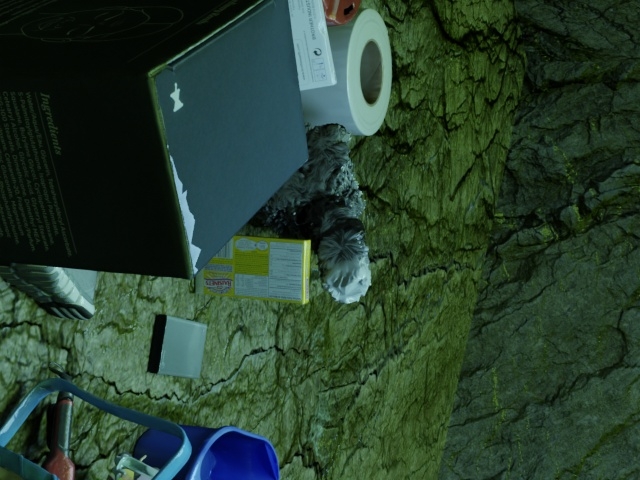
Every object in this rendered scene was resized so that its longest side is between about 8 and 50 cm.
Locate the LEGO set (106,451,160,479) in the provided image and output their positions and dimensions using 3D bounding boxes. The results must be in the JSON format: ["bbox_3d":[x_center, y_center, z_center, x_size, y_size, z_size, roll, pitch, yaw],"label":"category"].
[{"bbox_3d":[-0.299,0.432,1.467,0.107,0.132,0.286,-31,133,-50],"label":"LEGO set"}]

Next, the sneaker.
[{"bbox_3d":[-0.346,0.004,1.333,0.228,0.086,0.132,72,25,-61],"label":"sneaker"}]

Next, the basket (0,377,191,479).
[{"bbox_3d":[-0.321,0.301,1.210,0.289,0.255,0.201,-50,138,-37],"label":"basket"}]

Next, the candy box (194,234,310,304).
[{"bbox_3d":[-0.114,0.044,1.707,0.027,0.206,0.105,-15,107,-65],"label":"candy box"}]

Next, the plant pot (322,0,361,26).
[{"bbox_3d":[-0.085,-0.436,1.618,0.272,0.265,0.272,5,90,-67],"label":"plant pot"}]

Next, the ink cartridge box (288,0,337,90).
[{"bbox_3d":[-0.145,-0.293,1.503,0.065,0.311,0.185,-100,179,-58],"label":"ink cartridge box"}]

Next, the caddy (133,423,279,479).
[{"bbox_3d":[-0.172,0.424,1.676,0.341,0.179,0.241,40,58,-63],"label":"caddy"}]

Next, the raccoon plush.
[{"bbox_3d":[0.000,0.000,1.888,0.299,0.216,0.446,62,17,-51],"label":"raccoon plush"}]

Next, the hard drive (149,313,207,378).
[{"bbox_3d":[-0.232,0.175,1.688,0.135,0.022,0.094,26,70,-65],"label":"hard drive"}]

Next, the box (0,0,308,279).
[{"bbox_3d":[-0.255,-0.131,1.107,0.293,0.396,0.211,-50,138,-53],"label":"box"}]

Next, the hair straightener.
[{"bbox_3d":[-0.358,0.278,1.375,0.047,0.089,0.230,3,76,-26],"label":"hair straightener"}]

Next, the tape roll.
[{"bbox_3d":[0.022,-0.327,2.012,0.246,0.169,0.246,5,90,-66],"label":"tape roll"}]
